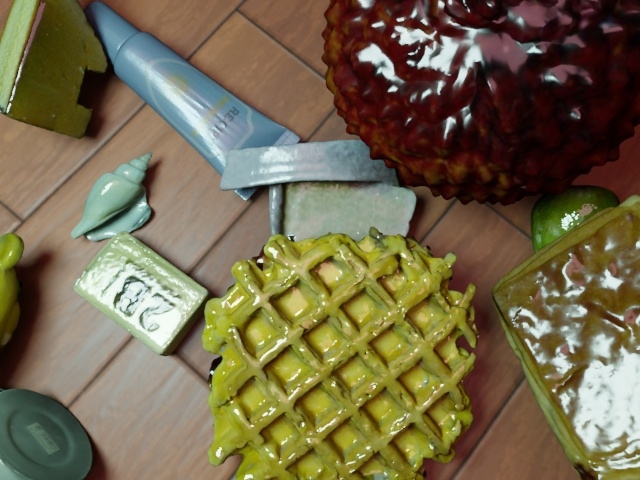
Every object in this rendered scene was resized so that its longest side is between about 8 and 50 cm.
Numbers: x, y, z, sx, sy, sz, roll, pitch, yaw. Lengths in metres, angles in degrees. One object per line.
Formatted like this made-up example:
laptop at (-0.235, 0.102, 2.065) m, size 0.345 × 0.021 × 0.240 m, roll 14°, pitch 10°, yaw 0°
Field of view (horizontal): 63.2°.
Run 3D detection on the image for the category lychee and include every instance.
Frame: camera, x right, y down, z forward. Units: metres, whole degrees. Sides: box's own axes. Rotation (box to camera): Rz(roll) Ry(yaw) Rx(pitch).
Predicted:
lychee at (0.201, -0.250, 0.642) m, size 0.424 × 0.500 × 0.425 m, roll -1°, pitch 88°, yaw 26°

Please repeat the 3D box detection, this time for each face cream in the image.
face cream at (-0.222, -0.235, 0.831) m, size 0.385 × 0.086 × 0.135 m, roll 40°, pitch 82°, yaw 1°

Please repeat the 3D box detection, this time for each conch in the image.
conch at (-0.311, -0.066, 0.809) m, size 0.180 × 0.088 × 0.065 m, roll -53°, pitch 41°, yaw -4°

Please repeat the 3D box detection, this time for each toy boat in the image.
toy boat at (0.010, -0.031, 0.792) m, size 0.276 × 0.111 × 0.294 m, roll -20°, pitch 94°, yaw -6°

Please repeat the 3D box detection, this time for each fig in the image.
fig at (0.377, -0.006, 0.783) m, size 0.123 × 0.123 × 0.156 m, roll 11°, pitch 88°, yaw 1°

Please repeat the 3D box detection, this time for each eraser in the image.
eraser at (-0.263, 0.078, 0.776) m, size 0.172 × 0.058 × 0.117 m, roll 35°, pitch 79°, yaw 6°

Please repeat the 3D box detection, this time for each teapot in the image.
teapot at (-0.423, 0.301, 0.690) m, size 0.149 × 0.162 × 0.239 m, roll -46°, pitch 68°, yaw 2°

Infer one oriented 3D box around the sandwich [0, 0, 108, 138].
sandwich at (-0.408, -0.289, 0.782) m, size 0.122 × 0.128 × 0.236 m, roll 21°, pitch 93°, yaw 31°

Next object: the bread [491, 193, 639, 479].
bread at (0.407, 0.140, 0.671) m, size 0.277 × 0.167 × 0.325 m, roll -39°, pitch 55°, yaw 21°

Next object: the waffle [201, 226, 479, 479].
waffle at (0.029, 0.170, 0.710) m, size 0.382 × 0.095 × 0.380 m, roll 2°, pitch 92°, yaw -4°

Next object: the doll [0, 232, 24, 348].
doll at (-0.566, 0.200, 0.672) m, size 0.423 × 0.161 × 0.348 m, roll -25°, pitch 53°, yaw 8°
